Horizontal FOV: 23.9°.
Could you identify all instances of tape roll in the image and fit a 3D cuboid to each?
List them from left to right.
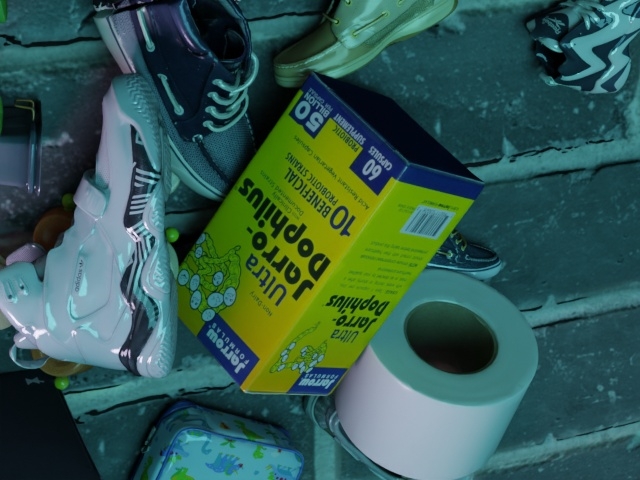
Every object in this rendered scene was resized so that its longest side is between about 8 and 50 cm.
[{"bbox_3d":[0.155,0.182,2.060,0.246,0.246,0.169,-4,137,-21],"label":"tape roll"}]

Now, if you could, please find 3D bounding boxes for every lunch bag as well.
[{"bbox_3d":[-0.149,0.330,2.121,0.219,0.090,0.176,17,107,-29],"label":"lunch bag"}]

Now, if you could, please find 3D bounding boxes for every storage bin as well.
[{"bbox_3d":[-0.376,-0.118,1.787,0.091,0.135,0.098,2,114,-13],"label":"storage bin"}]

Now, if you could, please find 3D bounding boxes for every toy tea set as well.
[{"bbox_3d":[-0.289,0.027,1.924,0.336,0.124,0.200,-42,93,5],"label":"toy tea set"}]

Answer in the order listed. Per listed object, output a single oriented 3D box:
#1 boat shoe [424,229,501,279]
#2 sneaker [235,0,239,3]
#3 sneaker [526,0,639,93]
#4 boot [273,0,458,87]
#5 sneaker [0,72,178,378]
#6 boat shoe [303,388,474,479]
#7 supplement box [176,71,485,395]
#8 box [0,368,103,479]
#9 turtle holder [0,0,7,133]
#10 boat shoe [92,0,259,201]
[{"bbox_3d":[0.179,0.003,2.110,0.183,0.065,0.083,4,117,-22],"label":"boat shoe"},{"bbox_3d":[-0.102,-0.304,1.857,0.067,0.042,0.118,10,108,-23],"label":"sneaker"},{"bbox_3d":[0.351,-0.306,2.014,0.153,0.094,0.235,-6,127,-29],"label":"sneaker"},{"bbox_3d":[0.030,-0.322,1.871,0.262,0.095,0.203,-29,123,-9],"label":"boot"},{"bbox_3d":[-0.281,-0.012,1.780,0.210,0.137,0.366,-2,103,0],"label":"sneaker"},{"bbox_3d":[0.112,0.301,2.208,0.320,0.103,0.118,37,97,-32],"label":"boat shoe"},{"bbox_3d":[0.000,0.000,1.901,0.195,0.194,0.356,10,120,-55],"label":"supplement box"},{"bbox_3d":[-0.408,0.413,1.933,0.212,0.293,0.395,-6,116,-21],"label":"box"},{"bbox_3d":[-0.476,-0.233,1.622,0.227,0.243,0.320,2,119,3],"label":"turtle holder"},{"bbox_3d":[-0.132,-0.178,1.819,0.127,0.158,0.340,-54,128,-29],"label":"boat shoe"}]
